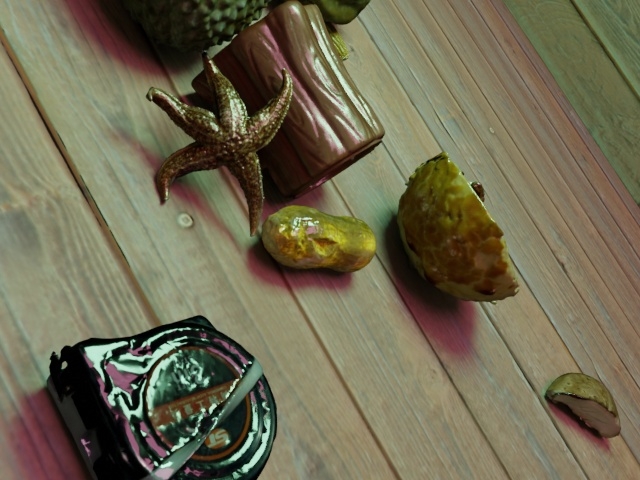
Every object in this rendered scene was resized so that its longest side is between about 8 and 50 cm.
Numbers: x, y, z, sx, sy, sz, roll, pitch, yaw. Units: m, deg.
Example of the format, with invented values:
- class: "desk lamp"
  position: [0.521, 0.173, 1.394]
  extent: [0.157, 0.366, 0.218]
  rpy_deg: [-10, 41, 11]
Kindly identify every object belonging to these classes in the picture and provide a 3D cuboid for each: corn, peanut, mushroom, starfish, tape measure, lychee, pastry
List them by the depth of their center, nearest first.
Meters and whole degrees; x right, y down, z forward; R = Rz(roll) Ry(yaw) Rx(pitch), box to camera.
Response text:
- class: "tape measure"
  position: [-0.134, 0.165, 0.568]
  extent: [0.182, 0.107, 0.181]
  rpy_deg: [-6, 64, -49]
- class: "starfish"
  position: [-0.113, -0.123, 0.765]
  extent: [0.213, 0.057, 0.238]
  rpy_deg: [-26, 96, -9]
- class: "peanut"
  position: [0.000, 0.000, 0.858]
  extent: [0.206, 0.087, 0.087]
  rpy_deg: [9, 56, -46]
- class: "lychee"
  position: [-0.182, -0.401, 0.858]
  extent: [0.255, 0.255, 0.275]
  rpy_deg: [15, 84, -40]
- class: "pastry"
  position: [0.216, -0.008, 1.021]
  extent: [0.236, 0.170, 0.256]
  rpy_deg: [31, 36, -64]
- class: "mushroom"
  position: [0.524, 0.312, 1.196]
  extent: [0.209, 0.072, 0.094]
  rpy_deg: [36, 32, -22]
- class: "corn"
  position: [0.026, -0.403, 1.234]
  extent: [0.037, 0.037, 0.092]
  rpy_deg: [-23, 82, -52]

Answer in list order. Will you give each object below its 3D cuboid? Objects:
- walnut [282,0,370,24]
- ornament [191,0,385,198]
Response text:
- class: "walnut"
  position: [0.014, -0.549, 1.177]
  extent: [0.283, 0.227, 0.283]
  rpy_deg: [5, 84, -64]
- class: "ornament"
  position: [-0.035, -0.191, 0.882]
  extent: [0.221, 0.235, 0.218]
  rpy_deg: [-33, 91, -19]
